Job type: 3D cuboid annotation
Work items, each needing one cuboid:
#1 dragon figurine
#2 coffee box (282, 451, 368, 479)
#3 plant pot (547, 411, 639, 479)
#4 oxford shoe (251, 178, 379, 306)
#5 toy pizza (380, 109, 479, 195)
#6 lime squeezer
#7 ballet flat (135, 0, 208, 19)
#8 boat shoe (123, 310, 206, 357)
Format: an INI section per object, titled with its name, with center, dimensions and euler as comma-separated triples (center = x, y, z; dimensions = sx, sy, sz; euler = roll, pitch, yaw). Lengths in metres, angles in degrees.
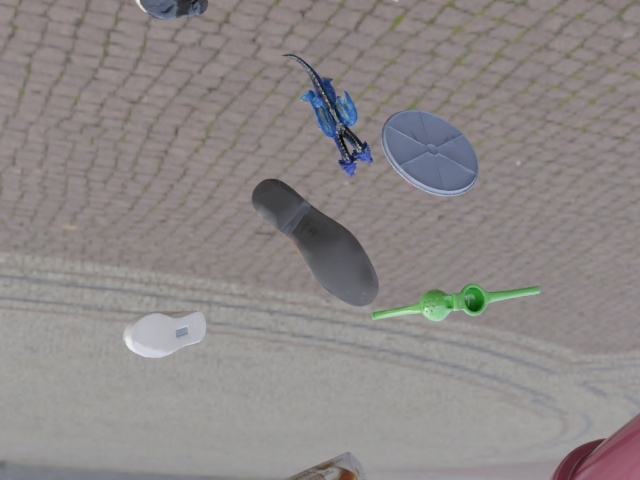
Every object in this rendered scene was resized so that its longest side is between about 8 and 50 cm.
[dragon figurine]
center = 0.024, -0.272, 2.028
dimensions = 0.085, 0.144, 0.289
euler = -30, 125, -4
[coffee box]
center = 0.037, 0.488, 1.552
dimensions = 0.141, 0.246, 0.098
euler = -25, 150, 4
[plant pot]
center = 0.271, 0.191, 0.674
dimensions = 0.201, 0.201, 0.180
euler = 7, 128, -17
[oxford shoe]
center = 0.000, 0.000, 1.279
dimensions = 0.076, 0.212, 0.076
euler = -43, 175, 3
[toy pizza]
center = 0.200, -0.159, 1.785
dimensions = 0.201, 0.201, 0.032
euler = 9, 142, -21
[lime squeezer]
center = 0.244, 0.117, 1.730
dimensions = 0.310, 0.059, 0.110
euler = -10, 158, 6
[ballet flat]
center = -0.255, -0.401, 1.619
dimensions = 0.049, 0.057, 0.173
euler = 27, -160, 24
[boat shoe]
center = -0.239, 0.130, 1.413
dimensions = 0.063, 0.066, 0.184
euler = -2, -173, 25
